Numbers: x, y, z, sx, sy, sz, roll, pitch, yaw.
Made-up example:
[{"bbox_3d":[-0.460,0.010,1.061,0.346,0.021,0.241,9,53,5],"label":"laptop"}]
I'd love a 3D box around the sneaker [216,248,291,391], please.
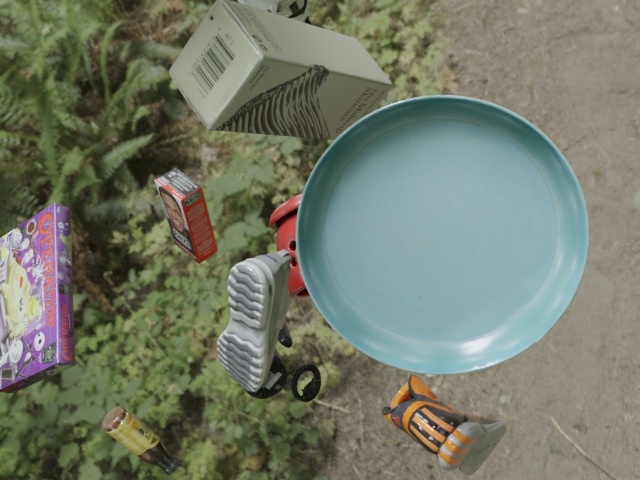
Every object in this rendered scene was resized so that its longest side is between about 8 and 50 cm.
[{"bbox_3d":[-0.092,0.139,1.223,0.105,0.281,0.115,35,42,24],"label":"sneaker"}]

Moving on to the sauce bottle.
[{"bbox_3d":[-0.254,0.288,1.054,0.042,0.128,0.042,-31,28,19],"label":"sauce bottle"}]

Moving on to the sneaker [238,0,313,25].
[{"bbox_3d":[-0.045,-0.470,1.338,0.169,0.258,0.447,-39,29,-11],"label":"sneaker"}]

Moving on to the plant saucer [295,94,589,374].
[{"bbox_3d":[0.132,-0.003,0.823,0.317,0.318,0.044,-19,12,14],"label":"plant saucer"}]

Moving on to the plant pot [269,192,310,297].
[{"bbox_3d":[0.000,0.000,1.412,0.191,0.191,0.174,-25,80,9],"label":"plant pot"}]

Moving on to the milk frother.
[{"bbox_3d":[-0.084,0.239,1.403,0.129,0.143,0.135,-35,24,-1],"label":"milk frother"}]

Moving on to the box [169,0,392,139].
[{"bbox_3d":[-0.036,-0.192,0.879,0.113,0.275,0.094,-47,68,29],"label":"box"}]

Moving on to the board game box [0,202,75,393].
[{"bbox_3d":[-0.590,0.118,1.521,0.208,0.056,0.347,-23,63,25],"label":"board game box"}]

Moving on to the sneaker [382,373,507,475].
[{"bbox_3d":[0.228,0.328,1.359,0.180,0.321,0.125,37,88,31],"label":"sneaker"}]

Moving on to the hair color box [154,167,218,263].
[{"bbox_3d":[-0.209,-0.037,1.159,0.043,0.141,0.072,-36,51,-27],"label":"hair color box"}]
